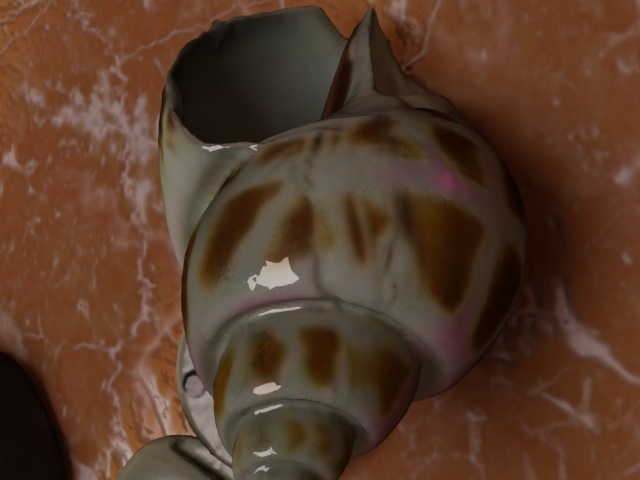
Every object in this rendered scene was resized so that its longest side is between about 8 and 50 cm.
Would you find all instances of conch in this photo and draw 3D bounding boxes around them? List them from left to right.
[{"bbox_3d":[0.000,-0.001,0.977,0.249,0.368,0.197,19,116,1],"label":"conch"}]

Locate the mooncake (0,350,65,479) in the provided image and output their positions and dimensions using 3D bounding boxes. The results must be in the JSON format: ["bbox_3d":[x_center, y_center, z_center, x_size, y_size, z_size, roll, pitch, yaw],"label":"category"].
[{"bbox_3d":[-0.322,0.200,1.314,0.245,0.133,0.245,-11,73,38],"label":"mooncake"}]

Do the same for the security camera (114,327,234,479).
[{"bbox_3d":[-0.055,0.153,1.136,0.157,0.080,0.301,30,95,25],"label":"security camera"}]
